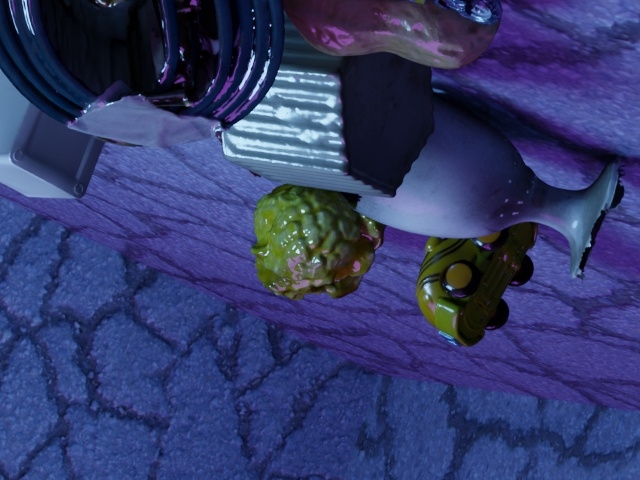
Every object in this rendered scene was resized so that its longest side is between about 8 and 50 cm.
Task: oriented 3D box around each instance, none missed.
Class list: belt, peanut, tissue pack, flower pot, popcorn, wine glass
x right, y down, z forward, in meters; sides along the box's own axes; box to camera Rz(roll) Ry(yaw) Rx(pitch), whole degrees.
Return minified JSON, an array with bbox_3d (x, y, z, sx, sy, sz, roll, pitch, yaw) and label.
[{"bbox_3d":[-0.193,-0.272,1.472,0.300,0.173,0.436,-7,143,2],"label":"belt"},{"bbox_3d":[0.065,-0.249,1.588,0.257,0.123,0.123,19,168,13],"label":"peanut"},{"bbox_3d":[-0.417,-0.201,2.240,0.136,0.246,0.159,6,161,45],"label":"tissue pack"},{"bbox_3d":[0.008,-0.173,1.761,0.190,0.239,0.209,11,-156,33],"label":"flower pot"},{"bbox_3d":[0.000,0.000,2.595,0.251,0.206,0.237,-2,145,14],"label":"popcorn"},{"bbox_3d":[0.215,-0.077,1.960,0.357,0.190,0.190,17,167,5],"label":"wine glass"}]

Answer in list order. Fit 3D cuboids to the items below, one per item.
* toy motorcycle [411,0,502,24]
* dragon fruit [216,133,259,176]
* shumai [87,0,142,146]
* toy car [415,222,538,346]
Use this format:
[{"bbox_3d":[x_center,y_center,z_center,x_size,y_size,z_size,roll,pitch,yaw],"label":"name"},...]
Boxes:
[{"bbox_3d":[0.079,-0.298,1.442,0.135,0.092,0.254,20,163,47],"label":"toy motorcycle"},{"bbox_3d":[-0.124,-0.182,2.194,0.162,0.083,0.106,59,-167,20],"label":"dragon fruit"},{"bbox_3d":[-0.269,-0.281,1.997,0.346,0.217,0.283,31,-162,-6],"label":"shumai"},{"bbox_3d":[0.232,0.035,2.292,0.142,0.248,0.200,27,168,29],"label":"toy car"}]
